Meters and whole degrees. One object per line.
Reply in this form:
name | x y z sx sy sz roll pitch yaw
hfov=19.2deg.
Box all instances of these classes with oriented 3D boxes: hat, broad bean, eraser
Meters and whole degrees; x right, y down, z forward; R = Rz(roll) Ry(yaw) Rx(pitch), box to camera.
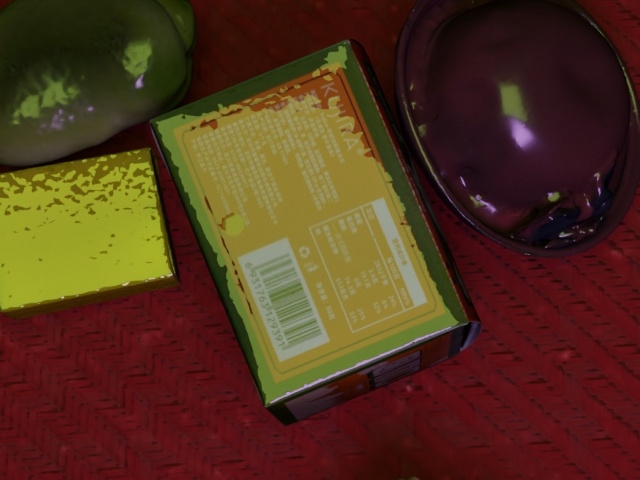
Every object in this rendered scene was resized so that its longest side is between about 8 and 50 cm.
hat | 0.142 -0.092 1.243 0.205 0.089 0.205 11 66 -27
broad bean | -0.168 -0.121 1.298 0.174 0.082 0.124 -12 71 2
eraser | -0.164 -0.005 1.298 0.122 0.045 0.097 -10 79 1

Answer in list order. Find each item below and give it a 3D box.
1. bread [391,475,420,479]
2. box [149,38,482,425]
bread | 0.041 0.353 1.167 0.236 0.165 0.375 34 83 3
box | 0.000 0.000 1.222 0.148 0.177 0.195 -23 80 0
